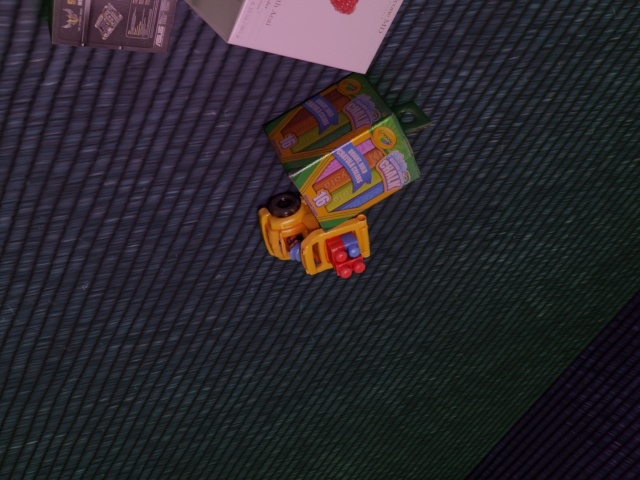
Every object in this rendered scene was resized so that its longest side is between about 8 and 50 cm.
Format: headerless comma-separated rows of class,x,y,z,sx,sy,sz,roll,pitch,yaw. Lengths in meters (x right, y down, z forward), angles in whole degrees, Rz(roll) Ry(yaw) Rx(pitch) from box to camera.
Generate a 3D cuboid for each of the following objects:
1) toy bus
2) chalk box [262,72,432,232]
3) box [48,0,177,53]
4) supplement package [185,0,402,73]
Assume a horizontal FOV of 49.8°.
toy bus,0.000,0.000,1.453,0.220,0.211,0.149,-17,135,-8
chalk box,0.070,-0.190,1.341,0.289,0.180,0.179,-32,135,2
box,-0.306,-0.399,1.038,0.183,0.056,0.231,-2,138,-26
supplement package,-0.036,-0.394,1.063,0.293,0.175,0.177,-2,130,-45
